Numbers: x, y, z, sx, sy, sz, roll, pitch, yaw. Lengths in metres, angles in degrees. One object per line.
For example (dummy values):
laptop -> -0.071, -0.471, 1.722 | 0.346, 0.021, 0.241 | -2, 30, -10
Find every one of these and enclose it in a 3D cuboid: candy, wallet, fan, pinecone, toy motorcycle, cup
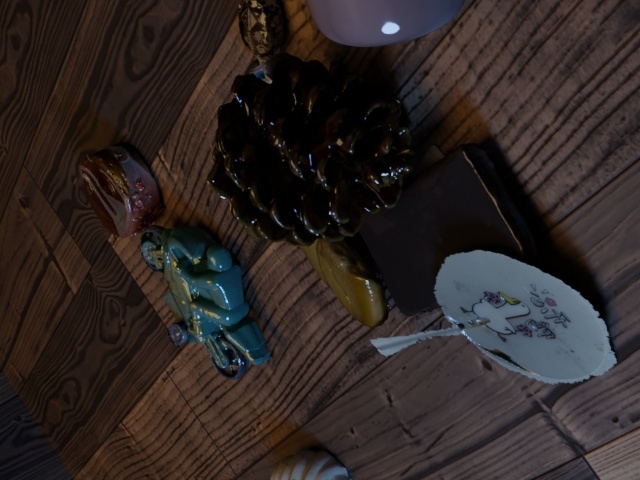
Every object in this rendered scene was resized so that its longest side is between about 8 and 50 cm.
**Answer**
candy -> -0.070, -0.274, 1.883 | 0.094, 0.051, 0.226 | 20, 135, 34
wallet -> 0.149, -0.008, 1.768 | 0.165, 0.042, 0.309 | 59, 150, 1
fan -> 0.191, 0.105, 1.779 | 0.233, 0.012, 0.414 | 49, 147, -19
pinecone -> -0.003, -0.113, 1.755 | 0.257, 0.243, 0.243 | -9, 115, 15
toy motorcycle -> -0.182, 0.084, 2.334 | 0.198, 0.109, 0.296 | -34, 86, 50
cup -> 0.052, -0.341, 1.529 | 0.253, 0.191, 0.200 | -112, 6, -58

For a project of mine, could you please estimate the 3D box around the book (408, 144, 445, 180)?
book -> 0.149, -0.032, 1.803 | 0.118, 0.012, 0.172 | 52, 150, 14

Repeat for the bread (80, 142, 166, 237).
bread -> -0.339, -0.085, 2.431 | 0.160, 0.073, 0.160 | 33, 138, 37

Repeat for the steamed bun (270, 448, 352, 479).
steamed bun -> -0.016, 0.437, 2.383 | 0.183, 0.106, 0.183 | 35, 141, 35

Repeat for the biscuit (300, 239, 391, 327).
biscuit -> -0.001, 0.001, 1.993 | 0.299, 0.045, 0.154 | 52, 166, 26
